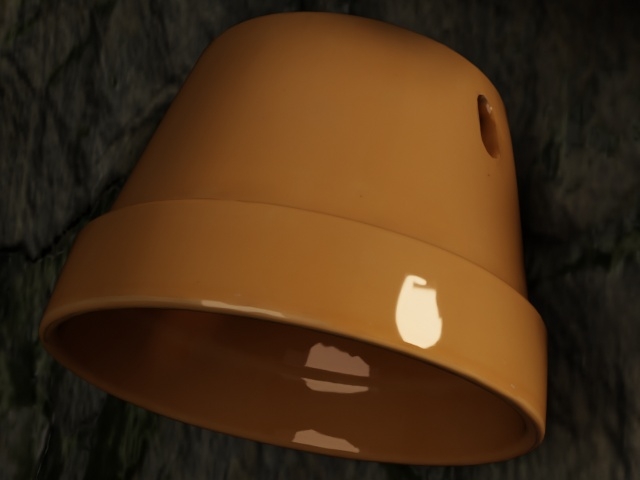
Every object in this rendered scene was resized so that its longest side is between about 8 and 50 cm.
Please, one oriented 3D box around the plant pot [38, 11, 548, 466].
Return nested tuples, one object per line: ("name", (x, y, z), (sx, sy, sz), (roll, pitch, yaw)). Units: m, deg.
("plant pot", (0.000, 0.000, 0.669), (0.291, 0.291, 0.203), (1, 66, 26))
